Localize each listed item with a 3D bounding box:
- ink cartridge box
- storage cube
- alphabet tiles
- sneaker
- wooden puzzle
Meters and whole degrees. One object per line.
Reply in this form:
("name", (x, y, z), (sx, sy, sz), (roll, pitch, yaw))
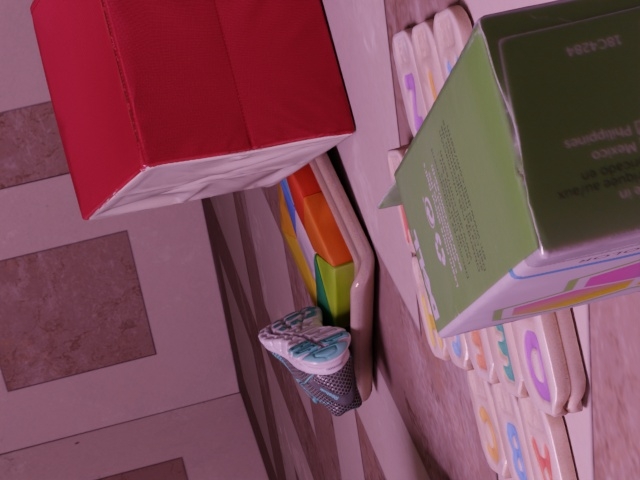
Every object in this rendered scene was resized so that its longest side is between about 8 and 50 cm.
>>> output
("ink cartridge box", (0.087, -0.016, 0.457), (0.209, 0.109, 0.062), (114, 142, -77))
("storage cube", (-0.109, -0.140, 1.213), (0.215, 0.184, 0.193), (-29, 74, 63))
("alphabet tiles", (0.085, 0.012, 0.847), (0.284, 0.021, 0.278), (-164, 60, -81))
("sneaker", (-0.007, 0.109, 1.310), (0.166, 0.065, 0.076), (-141, 28, -73))
("wooden puzzle", (0.000, 0.000, 1.344), (0.221, 0.044, 0.238), (87, 167, -56))
